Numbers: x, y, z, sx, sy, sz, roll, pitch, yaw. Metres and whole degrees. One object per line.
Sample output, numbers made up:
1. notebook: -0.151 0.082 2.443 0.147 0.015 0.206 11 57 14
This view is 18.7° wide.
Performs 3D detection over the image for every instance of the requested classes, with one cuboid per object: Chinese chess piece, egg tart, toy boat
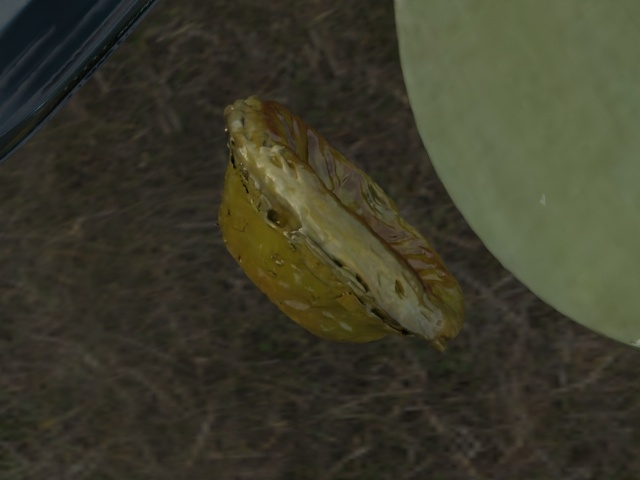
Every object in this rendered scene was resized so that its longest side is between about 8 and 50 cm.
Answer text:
1. Chinese chess piece: 0.140 -0.082 0.614 0.101 0.250 0.250 -7 86 -49
2. egg tart: 0.000 0.000 1.685 0.116 0.295 0.295 -43 105 9
3. toy boat: -0.177 -0.114 1.119 0.093 0.103 0.246 41 79 0
